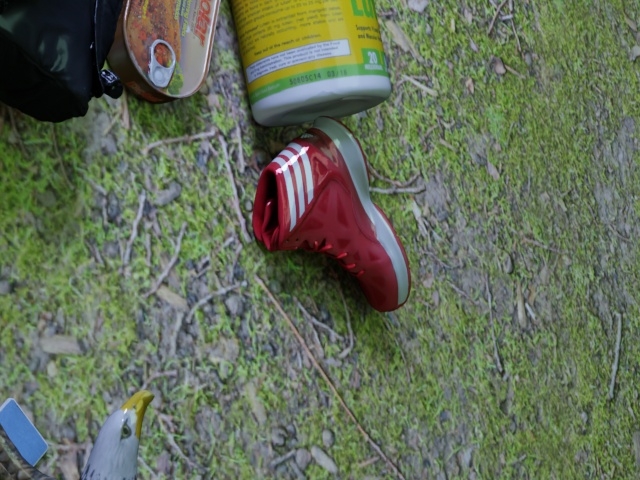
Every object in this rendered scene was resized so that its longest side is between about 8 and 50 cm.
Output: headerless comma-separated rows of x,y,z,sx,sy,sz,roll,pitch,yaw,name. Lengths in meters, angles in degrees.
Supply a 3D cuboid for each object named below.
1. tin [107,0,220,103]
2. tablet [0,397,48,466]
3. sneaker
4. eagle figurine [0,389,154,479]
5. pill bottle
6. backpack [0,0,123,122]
-0.142,-0.213,1.344,0.106,0.040,0.189,29,57,-37,tin
-0.245,0.165,1.121,0.054,0.006,0.083,58,42,-21,tablet
0.000,0.000,1.439,0.128,0.087,0.221,-36,116,-24,sneaker
-0.188,0.187,0.980,0.298,0.226,0.225,24,59,-22,eagle figurine
-0.021,-0.243,1.419,0.136,0.136,0.245,-6,83,-51,pill bottle
-0.225,-0.202,1.177,0.152,0.115,0.182,48,44,-46,backpack
